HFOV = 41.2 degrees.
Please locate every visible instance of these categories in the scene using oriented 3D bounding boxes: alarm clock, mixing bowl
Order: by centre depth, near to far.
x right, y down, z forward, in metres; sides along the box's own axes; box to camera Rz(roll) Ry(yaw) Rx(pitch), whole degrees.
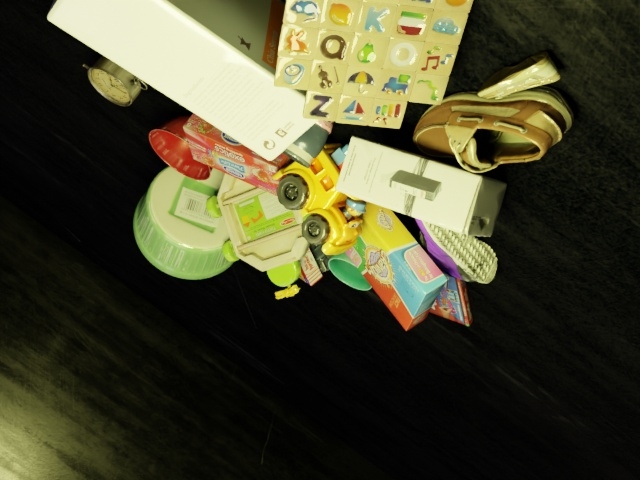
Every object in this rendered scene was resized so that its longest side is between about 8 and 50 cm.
[{"bbox_3d":[-0.489,-0.392,2.085,0.192,0.064,0.129,16,151,37],"label":"alarm clock"},{"bbox_3d":[-0.325,-0.245,2.119,0.181,0.098,0.181,26,154,14],"label":"mixing bowl"}]

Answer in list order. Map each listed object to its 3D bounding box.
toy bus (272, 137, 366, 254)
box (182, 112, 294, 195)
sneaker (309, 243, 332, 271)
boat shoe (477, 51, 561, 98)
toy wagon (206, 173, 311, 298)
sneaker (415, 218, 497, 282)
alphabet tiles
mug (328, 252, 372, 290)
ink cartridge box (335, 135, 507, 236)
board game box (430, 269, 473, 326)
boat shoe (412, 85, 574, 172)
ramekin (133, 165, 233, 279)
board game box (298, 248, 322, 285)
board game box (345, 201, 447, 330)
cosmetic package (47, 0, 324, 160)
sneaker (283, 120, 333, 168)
[{"bbox_3d":[0.041,-0.109,1.813,0.211,0.149,0.220,-38,78,26],"label":"toy bus"},{"bbox_3d":[-0.171,-0.219,1.951,0.256,0.123,0.128,25,154,17],"label":"box"},{"bbox_3d":[0.001,-0.001,2.177,0.163,0.086,0.226,50,162,-10],"label":"sneaker"},{"bbox_3d":[0.319,-0.257,1.382,0.048,0.056,0.153,46,145,-17],"label":"boat shoe"},{"bbox_3d":[-0.126,-0.028,2.077,0.267,0.068,0.345,-19,92,28],"label":"toy wagon"},{"bbox_3d":[0.255,-0.006,1.864,0.146,0.102,0.293,2,142,49],"label":"sneaker"},{"bbox_3d":[0.081,-0.324,1.333,0.285,0.011,0.343,5,133,-9],"label":"alphabet tiles"},{"bbox_3d":[0.095,0.042,2.150,0.129,0.097,0.158,21,153,25],"label":"mug"},{"bbox_3d":[0.198,-0.103,1.637,0.272,0.114,0.197,22,-171,25],"label":"ink cartridge box"},{"bbox_3d":[0.298,0.113,2.125,0.145,0.027,0.281,20,153,29],"label":"board game box"},{"bbox_3d":[0.279,-0.185,1.482,0.122,0.120,0.324,46,152,-26],"label":"boat shoe"},{"bbox_3d":[-0.331,-0.064,2.237,0.303,0.303,0.148,34,148,-2],"label":"ramekin"},{"bbox_3d":[-0.089,0.019,2.215,0.193,0.045,0.147,33,157,43],"label":"board game box"},{"bbox_3d":[0.147,0.031,1.959,0.316,0.064,0.242,52,161,18],"label":"board game box"},{"bbox_3d":[-0.204,-0.362,1.453,0.453,0.230,0.161,30,132,-28],"label":"cosmetic package"},{"bbox_3d":[-0.087,-0.273,1.799,0.319,0.131,0.112,40,-175,37],"label":"sneaker"}]
